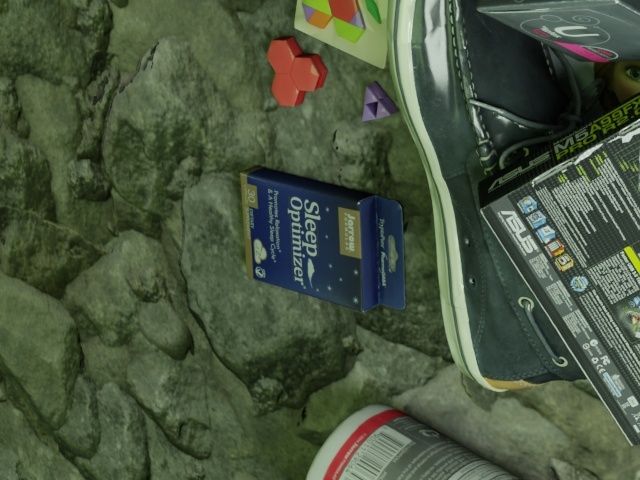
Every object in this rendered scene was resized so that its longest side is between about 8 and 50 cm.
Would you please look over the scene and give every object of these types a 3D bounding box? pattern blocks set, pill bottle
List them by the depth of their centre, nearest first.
[{"bbox_3d":[0.031,-0.286,1.722,0.285,0.026,0.325,13,115,40],"label":"pattern blocks set"},{"bbox_3d":[0.148,0.321,1.757,0.318,0.176,0.176,28,124,33],"label":"pill bottle"}]

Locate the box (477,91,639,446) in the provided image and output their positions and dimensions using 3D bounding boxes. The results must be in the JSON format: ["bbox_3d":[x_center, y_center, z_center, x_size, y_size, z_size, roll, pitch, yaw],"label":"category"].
[{"bbox_3d":[0.291,0.016,1.359,0.216,0.060,0.270,-30,109,14],"label":"box"}]

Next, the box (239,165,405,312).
[{"bbox_3d":[0.000,0.000,1.866,0.225,0.036,0.136,14,116,38],"label":"box"}]

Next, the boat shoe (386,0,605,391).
[{"bbox_3d":[0.180,-0.087,1.465,0.156,0.187,0.500,6,116,39],"label":"boat shoe"}]

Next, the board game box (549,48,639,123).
[{"bbox_3d":[0.348,-0.127,1.457,0.318,0.066,0.318,6,111,42],"label":"board game box"}]

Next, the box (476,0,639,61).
[{"bbox_3d":[0.248,-0.300,1.341,0.143,0.165,0.270,3,80,43],"label":"box"}]
